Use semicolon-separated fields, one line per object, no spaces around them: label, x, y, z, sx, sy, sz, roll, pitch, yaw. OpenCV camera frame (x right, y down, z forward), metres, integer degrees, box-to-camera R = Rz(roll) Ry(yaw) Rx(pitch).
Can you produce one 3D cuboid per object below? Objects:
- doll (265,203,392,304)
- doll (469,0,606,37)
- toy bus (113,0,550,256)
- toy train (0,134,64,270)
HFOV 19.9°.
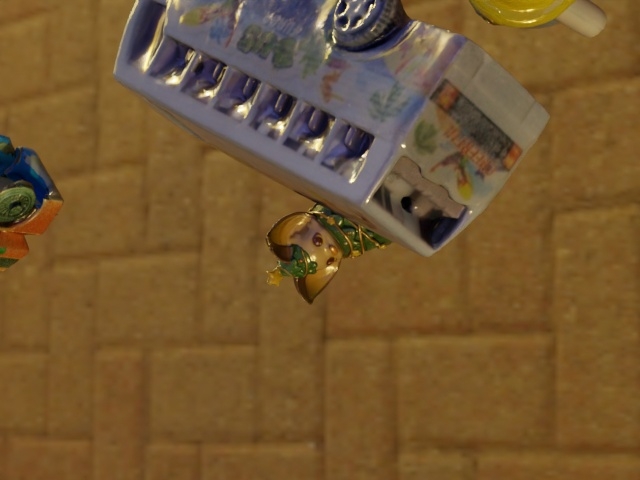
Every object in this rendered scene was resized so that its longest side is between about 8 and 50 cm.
doll;0.000;-0.006;1.515;0.113;0.078;0.076;-29;30;7
doll;0.153;-0.206;1.371;0.099;0.241;0.135;-20;93;7
toy bus;-0.009;-0.105;1.172;0.330;0.109;0.136;30;86;49
toy train;-0.298;-0.035;1.432;0.099;0.188;0.072;-49;55;28
